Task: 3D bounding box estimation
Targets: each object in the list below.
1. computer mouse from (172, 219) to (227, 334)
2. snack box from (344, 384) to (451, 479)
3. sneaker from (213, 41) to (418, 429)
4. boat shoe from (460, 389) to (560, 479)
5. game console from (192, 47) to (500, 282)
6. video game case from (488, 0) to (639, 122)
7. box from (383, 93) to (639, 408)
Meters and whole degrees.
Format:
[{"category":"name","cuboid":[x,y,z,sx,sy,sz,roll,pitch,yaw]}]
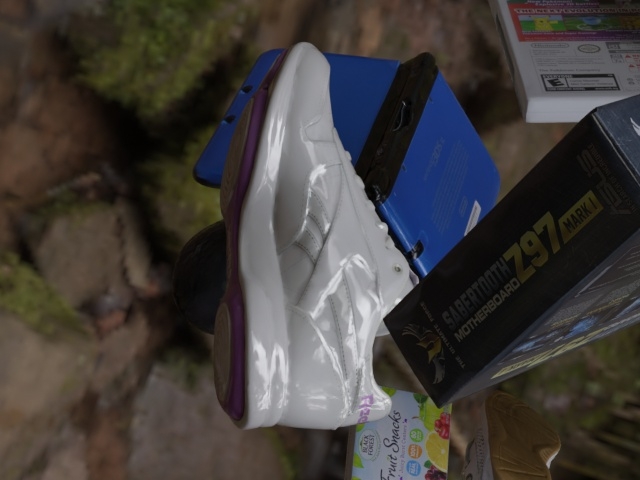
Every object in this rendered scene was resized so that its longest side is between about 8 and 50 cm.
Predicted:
[{"category":"computer mouse","cuboid":[-0.038,-0.004,1.929,0.272,0.072,0.188,-39,103,-24]},{"category":"snack box","cuboid":[0.077,0.220,1.837,0.037,0.100,0.141,113,-14,-54]},{"category":"sneaker","cuboid":[0.000,0.000,1.372,0.114,0.152,0.305,130,-35,-68]},{"category":"boat shoe","cuboid":[0.192,0.245,1.948,0.096,0.098,0.277,-58,179,18]},{"category":"game console","cuboid":[0.037,-0.063,1.841,0.250,0.173,0.293,57,29,-21]},{"category":"video game case","cuboid":[0.231,-0.140,1.301,0.183,0.201,0.023,-96,-173,-54]},{"category":"box","cuboid":[0.166,-0.014,0.874,0.233,0.059,0.183,-18,159,-38]}]
